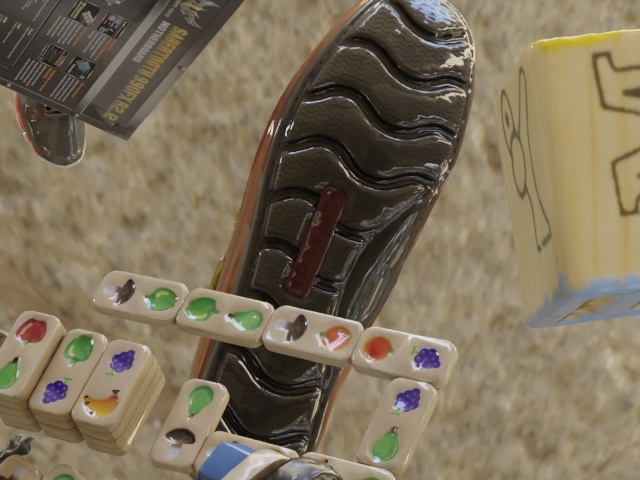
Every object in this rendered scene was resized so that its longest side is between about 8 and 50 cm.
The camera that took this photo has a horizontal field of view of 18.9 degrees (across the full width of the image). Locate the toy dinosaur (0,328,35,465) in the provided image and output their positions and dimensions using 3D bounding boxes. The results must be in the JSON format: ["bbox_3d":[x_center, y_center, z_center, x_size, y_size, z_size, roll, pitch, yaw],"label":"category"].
[{"bbox_3d":[-0.259,0.157,1.242,0.268,0.118,0.064,-50,36,14],"label":"toy dinosaur"}]

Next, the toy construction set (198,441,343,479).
[{"bbox_3d":[-0.054,0.272,0.922,0.309,0.257,0.237,43,34,23],"label":"toy construction set"}]

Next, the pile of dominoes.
[{"bbox_3d":[-0.074,0.103,1.069,0.251,0.040,0.196,11,56,25],"label":"pile of dominoes"}]

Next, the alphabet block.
[{"bbox_3d":[0.252,-0.049,1.496,0.193,0.192,0.197,-7,81,-6],"label":"alphabet block"}]

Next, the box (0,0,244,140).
[{"bbox_3d":[-0.171,-0.181,1.395,0.183,0.231,0.056,23,55,-18],"label":"box"}]

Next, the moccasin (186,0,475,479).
[{"bbox_3d":[0.003,0.001,1.347,0.139,0.147,0.380,17,85,-9],"label":"moccasin"}]

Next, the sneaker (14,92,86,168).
[{"bbox_3d":[-0.233,-0.140,1.665,0.061,0.065,0.158,-11,95,-21],"label":"sneaker"}]
